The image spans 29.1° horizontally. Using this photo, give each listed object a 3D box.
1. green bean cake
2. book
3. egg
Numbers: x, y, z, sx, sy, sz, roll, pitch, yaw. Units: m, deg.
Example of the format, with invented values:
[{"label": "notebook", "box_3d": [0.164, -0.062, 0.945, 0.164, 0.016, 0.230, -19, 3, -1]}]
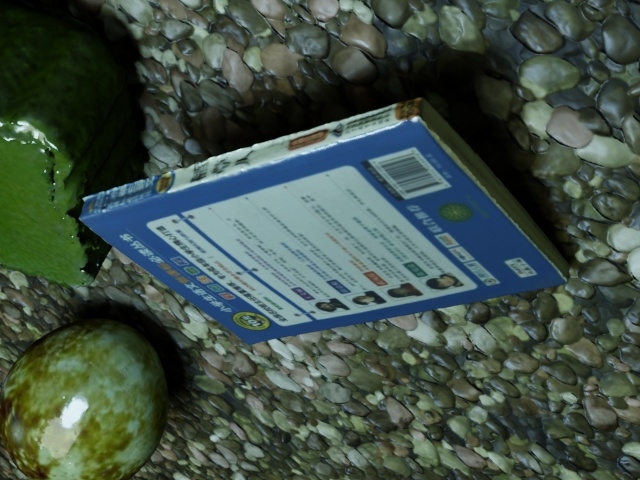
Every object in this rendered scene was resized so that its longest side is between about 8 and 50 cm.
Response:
[{"label": "green bean cake", "box_3d": [-0.367, -0.126, 1.420, 0.319, 0.218, 0.335, 21, 149, 6]}, {"label": "book", "box_3d": [0.000, 0.000, 1.275, 0.428, 0.039, 0.300, -13, 142, 34]}, {"label": "egg", "box_3d": [-0.333, 0.231, 1.755, 0.238, 0.238, 0.289, 32, 135, 4]}]
